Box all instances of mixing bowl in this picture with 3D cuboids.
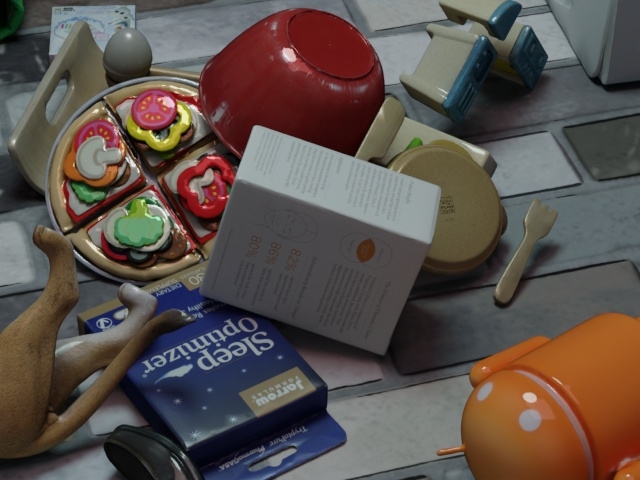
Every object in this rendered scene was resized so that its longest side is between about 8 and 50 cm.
[{"bbox_3d":[-0.010,-0.145,1.549,0.181,0.098,0.181,18,43,-18],"label":"mixing bowl"}]

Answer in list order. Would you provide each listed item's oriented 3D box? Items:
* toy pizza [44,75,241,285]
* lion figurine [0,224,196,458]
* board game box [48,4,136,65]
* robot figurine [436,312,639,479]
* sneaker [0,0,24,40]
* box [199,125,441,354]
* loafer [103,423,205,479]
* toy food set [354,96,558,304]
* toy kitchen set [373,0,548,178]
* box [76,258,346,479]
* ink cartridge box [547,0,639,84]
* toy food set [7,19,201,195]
[{"bbox_3d":[-0.152,-0.058,1.539,0.201,0.032,0.201,-1,73,4],"label":"toy pizza"},{"bbox_3d":[-0.319,0.082,1.363,0.392,0.142,0.240,22,77,13],"label":"lion figurine"},{"bbox_3d":[-0.240,-0.216,1.801,0.090,0.020,0.090,-2,40,-4],"label":"board game box"},{"bbox_3d":[0.202,0.138,1.326,0.219,0.128,0.158,-25,79,-27],"label":"robot figurine"},{"bbox_3d":[-0.359,-0.272,1.819,0.123,0.109,0.295,35,45,3],"label":"sneaker"},{"bbox_3d":[0.000,0.000,1.446,0.170,0.130,0.091,19,35,-3],"label":"box"},{"bbox_3d":[-0.114,0.201,1.298,0.170,0.062,0.061,33,55,32],"label":"loafer"},{"bbox_3d":[0.108,-0.029,1.536,0.192,0.038,0.132,34,64,-8],"label":"toy food set"},{"bbox_3d":[0.159,-0.126,1.680,0.122,0.166,0.207,25,83,26],"label":"toy kitchen set"},{"bbox_3d":[-0.090,0.111,1.420,0.136,0.036,0.225,-23,48,-25],"label":"box"},{"bbox_3d":[0.447,-0.330,1.840,0.395,0.166,0.285,-8,42,-10],"label":"ink cartridge box"},{"bbox_3d":[-0.120,-0.124,1.644,0.306,0.092,0.220,8,41,8],"label":"toy food set"}]
